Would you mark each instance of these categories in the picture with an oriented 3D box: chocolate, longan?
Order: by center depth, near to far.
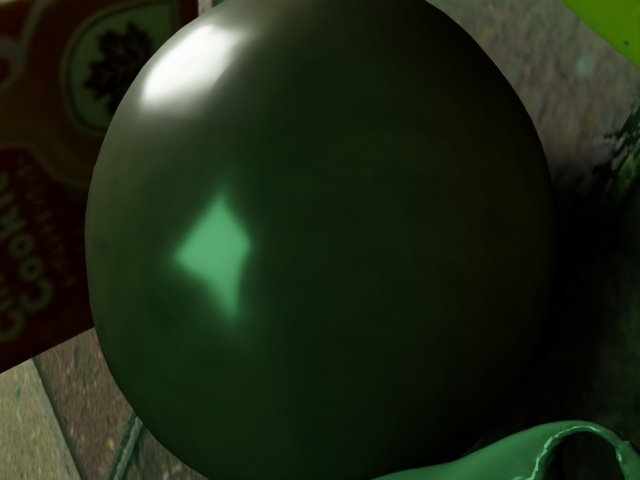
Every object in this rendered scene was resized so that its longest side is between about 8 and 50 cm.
[{"bbox_3d":[0.000,0.000,0.507,0.196,0.197,0.220,8,94,56],"label":"longan"},{"bbox_3d":[-0.170,-0.049,0.693,0.108,0.235,0.237,31,134,39],"label":"chocolate"}]

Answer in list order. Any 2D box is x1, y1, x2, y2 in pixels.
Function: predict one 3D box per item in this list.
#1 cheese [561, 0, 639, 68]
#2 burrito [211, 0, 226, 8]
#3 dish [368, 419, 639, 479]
[{"bbox_3d":[0.169,-0.060,0.363,0.171,0.126,0.093,52,137,14],"label":"cheese"},{"bbox_3d":[-0.030,-0.100,0.670,0.082,0.059,0.275,-20,75,48],"label":"burrito"},{"bbox_3d":[0.057,0.217,0.402,0.303,0.120,0.303,21,125,33],"label":"dish"}]
